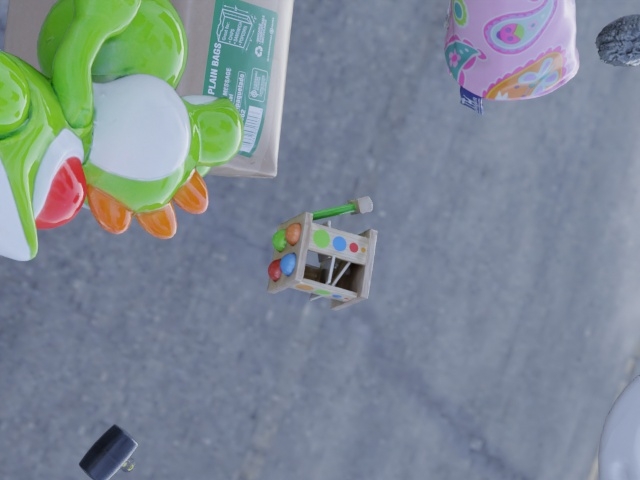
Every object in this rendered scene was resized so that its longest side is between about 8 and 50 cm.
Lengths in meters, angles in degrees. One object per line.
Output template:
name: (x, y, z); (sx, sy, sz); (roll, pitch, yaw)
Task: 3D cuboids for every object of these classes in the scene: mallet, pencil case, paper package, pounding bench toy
mallet: (-0.220, 0.237, 1.727); (0.062, 0.039, 0.189); (-49, 172, -2)
pencil case: (0.150, -0.249, 1.255); (0.124, 0.124, 0.284); (-49, 145, -40)
paper package: (-0.184, -0.241, 1.647); (0.168, 0.309, 0.324); (7, 91, -48)
pounding bench toy: (0.000, 0.000, 1.127); (0.065, 0.052, 0.083); (16, 71, -22)

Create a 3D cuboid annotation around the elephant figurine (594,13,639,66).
elephant figurine: (0.365, -0.159, 1.143); (0.239, 0.169, 0.186); (9, 120, -33)

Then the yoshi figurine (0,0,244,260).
yoshi figurine: (-0.209, -0.110, 1.076); (0.362, 0.204, 0.203); (-3, 107, -51)

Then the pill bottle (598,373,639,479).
pill bottle: (0.252, 0.147, 0.923); (0.221, 0.124, 0.124); (35, 74, -59)
